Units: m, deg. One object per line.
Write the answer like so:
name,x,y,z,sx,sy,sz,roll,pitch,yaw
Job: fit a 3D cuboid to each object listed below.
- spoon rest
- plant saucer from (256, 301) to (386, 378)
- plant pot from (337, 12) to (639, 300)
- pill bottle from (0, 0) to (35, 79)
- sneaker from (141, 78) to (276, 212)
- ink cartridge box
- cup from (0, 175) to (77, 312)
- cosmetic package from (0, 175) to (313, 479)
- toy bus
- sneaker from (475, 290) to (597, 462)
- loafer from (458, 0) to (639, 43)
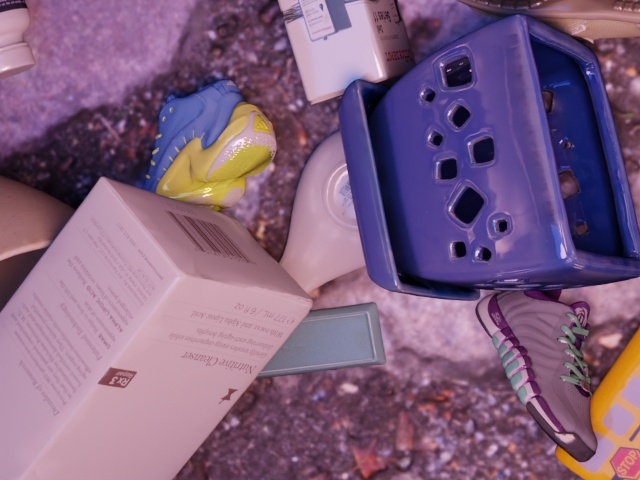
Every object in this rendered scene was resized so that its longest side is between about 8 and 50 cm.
spoon rest,0.000,0.000,1.722,0.137,0.084,0.276,43,94,5
plant saucer,-0.028,0.111,1.767,0.192,0.018,0.067,-8,95,18
plant pot,0.154,-0.059,1.559,0.212,0.236,0.236,-15,79,26
pill bottle,-0.365,-0.256,1.773,0.094,0.094,0.169,-20,92,18
sneaker,-0.141,-0.075,1.752,0.240,0.091,0.126,-41,55,28
ink cartridge box,0.016,-0.247,1.633,0.087,0.153,0.208,-15,94,17
cup,-0.369,0.058,1.732,0.331,0.331,0.237,-54,54,16
cosmetic package,-0.218,0.144,1.627,0.156,0.217,0.385,47,109,33
toy bus,0.337,0.159,1.617,0.130,0.108,0.333,34,106,10
sneaker,0.229,0.109,1.605,0.098,0.083,0.224,-39,43,12
loafer,0.240,-0.237,1.599,0.268,0.092,0.102,15,75,29
